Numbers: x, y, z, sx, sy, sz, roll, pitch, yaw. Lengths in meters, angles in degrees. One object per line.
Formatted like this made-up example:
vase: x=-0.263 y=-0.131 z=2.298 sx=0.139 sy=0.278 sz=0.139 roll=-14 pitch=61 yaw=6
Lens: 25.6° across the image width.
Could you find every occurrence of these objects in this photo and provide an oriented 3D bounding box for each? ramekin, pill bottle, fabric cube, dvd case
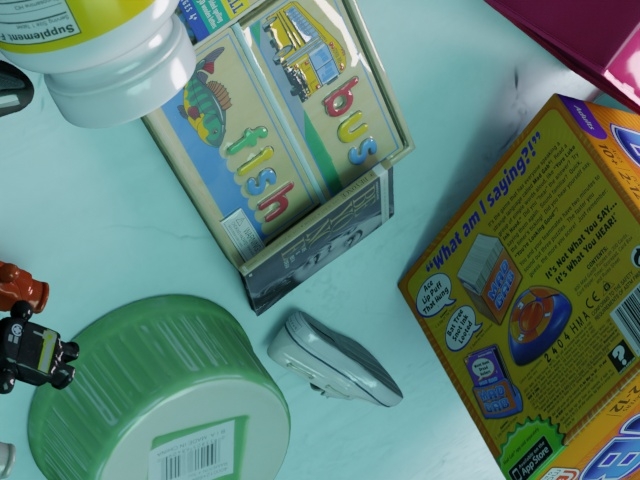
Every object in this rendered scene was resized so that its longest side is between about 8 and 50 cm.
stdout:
ramekin: x=-0.183 y=0.231 z=1.695 sx=0.303 sy=0.148 sz=0.303 roll=-19 pitch=130 yaw=-25
pill bottle: x=-0.235 y=-0.272 z=1.246 sx=0.188 sy=0.188 sz=0.334 roll=-33 pitch=128 yaw=-13
fabric cube: x=0.394 y=-0.301 z=1.669 sx=0.259 sy=0.254 sz=0.258 roll=27 pitch=102 yaw=-45
dvd case: x=0.000 y=0.000 z=1.709 sx=0.221 sy=0.018 sz=0.164 roll=-37 pitch=162 yaw=-10

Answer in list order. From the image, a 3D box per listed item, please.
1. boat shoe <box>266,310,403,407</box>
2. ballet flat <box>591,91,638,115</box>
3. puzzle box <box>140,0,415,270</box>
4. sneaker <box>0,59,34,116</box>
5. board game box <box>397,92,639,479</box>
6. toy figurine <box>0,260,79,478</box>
boat shoe: x=0.016 y=0.169 z=1.861 sx=0.076 sy=0.083 sz=0.226 roll=-42 pitch=125 yaw=13
ballet flat: x=0.428 y=-0.188 z=1.902 sx=0.247 sy=0.083 sz=0.087 roll=-53 pitch=149 yaw=10
puzzle box: x=-0.064 y=-0.174 z=1.565 sx=0.272 sy=0.052 sz=0.409 roll=-38 pitch=135 yaw=-9
sneaker: x=-0.394 y=-0.106 z=1.357 sx=0.229 sy=0.086 sz=0.132 roll=-4 pitch=128 yaw=-22
board game box: x=0.392 y=0.085 z=1.809 sx=0.356 sy=0.356 sz=0.356 roll=8 pitch=131 yaw=-39
toy figurine: x=-0.370 y=0.124 z=1.440 sx=0.148 sy=0.213 sz=0.209 roll=26 pitch=106 yaw=-35
